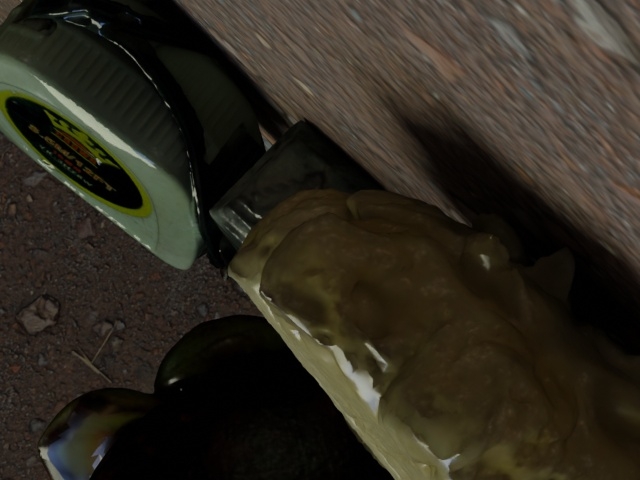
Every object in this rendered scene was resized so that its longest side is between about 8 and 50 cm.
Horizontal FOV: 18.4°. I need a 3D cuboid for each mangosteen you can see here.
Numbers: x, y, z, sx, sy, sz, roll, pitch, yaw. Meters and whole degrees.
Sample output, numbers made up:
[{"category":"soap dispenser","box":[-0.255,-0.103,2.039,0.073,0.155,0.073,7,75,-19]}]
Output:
[{"category":"mangosteen","box":[-0.017,0.193,1.199,0.311,0.311,0.311,44,175,5]}]

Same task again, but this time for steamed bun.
[{"category":"steamed bun","box":[0.084,0.072,0.938,0.295,0.137,0.292,57,173,-34]}]

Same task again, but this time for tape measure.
[{"category":"tape measure","box":[-0.115,-0.083,1.349,0.235,0.115,0.207,38,160,-4]}]

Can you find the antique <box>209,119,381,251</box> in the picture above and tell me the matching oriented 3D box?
[{"category":"antique","box":[0.000,0.000,1.283,0.088,0.086,0.183,42,175,18]}]
